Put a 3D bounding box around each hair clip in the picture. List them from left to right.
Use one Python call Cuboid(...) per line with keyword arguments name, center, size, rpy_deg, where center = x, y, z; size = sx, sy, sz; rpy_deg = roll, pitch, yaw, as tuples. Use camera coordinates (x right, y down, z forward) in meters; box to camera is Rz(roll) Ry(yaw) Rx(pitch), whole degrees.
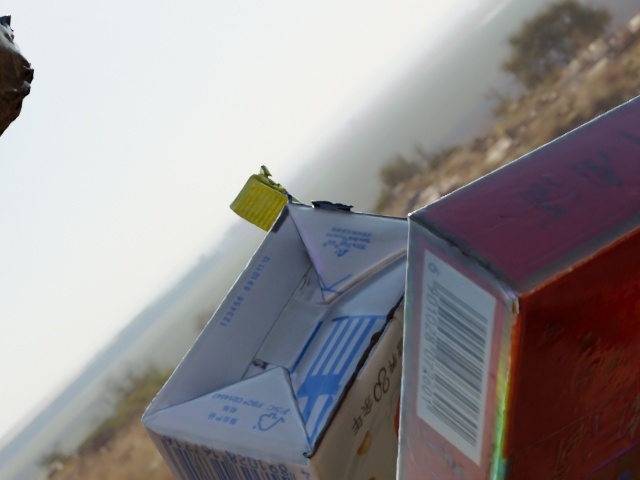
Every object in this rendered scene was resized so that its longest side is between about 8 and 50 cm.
Cuboid(name="hair clip", center=(0.000, 0.000, 1.328), size=(0.072, 0.173, 0.046), rpy_deg=(-53, -6, 34))

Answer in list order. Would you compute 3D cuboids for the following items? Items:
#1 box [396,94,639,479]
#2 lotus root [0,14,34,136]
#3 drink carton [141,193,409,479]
Cuboid(name="box", center=(0.078, 0.050, 0.458), size=(0.112, 0.048, 0.175), rpy_deg=(-28, -43, -29))
Cuboid(name="lotus root", center=(-0.168, -0.014, 0.407), size=(0.209, 0.120, 0.120), rpy_deg=(-39, 1, -30))
Cuboid(name="drink carton", center=(0.029, 0.153, 0.958), size=(0.132, 0.324, 0.194), rpy_deg=(10, 50, 33))
